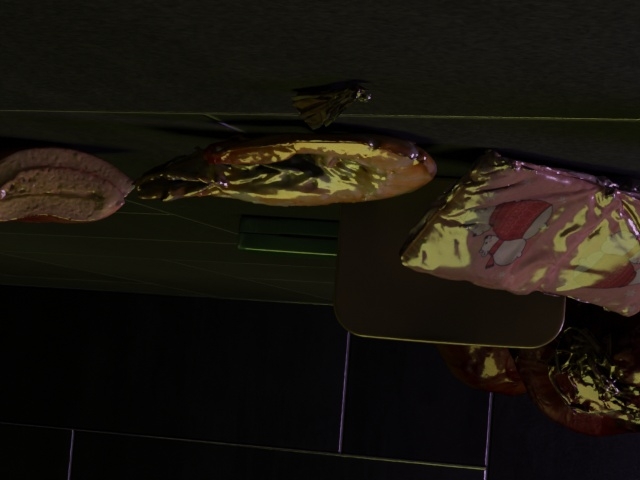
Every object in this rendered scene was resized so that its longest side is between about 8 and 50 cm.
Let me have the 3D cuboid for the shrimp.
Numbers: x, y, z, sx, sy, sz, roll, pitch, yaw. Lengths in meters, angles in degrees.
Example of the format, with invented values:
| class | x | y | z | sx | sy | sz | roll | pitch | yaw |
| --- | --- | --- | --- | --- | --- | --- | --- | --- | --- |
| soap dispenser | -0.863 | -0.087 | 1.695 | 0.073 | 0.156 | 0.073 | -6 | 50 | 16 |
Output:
| class | x | y | z | sx | sy | sz | roll | pitch | yaw |
| --- | --- | --- | --- | --- | --- | --- | --- | --- | --- |
| shrimp | -0.030 | -0.055 | 1.208 | 0.236 | 0.053 | 0.133 | 1 | 176 | 6 |

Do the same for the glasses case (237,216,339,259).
| class | x | y | z | sx | sy | sz | roll | pitch | yaw |
| --- | --- | --- | --- | --- | --- | --- | --- | --- | --- |
| glasses case | 0.000 | 0.000 | 1.844 | 0.184 | 0.039 | 0.078 | 4 | 175 | 8 |

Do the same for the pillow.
| class | x | y | z | sx | sy | sz | roll | pitch | yaw |
| --- | --- | --- | --- | --- | --- | --- | --- | --- | --- |
| pillow | 0.194 | -0.007 | 1.292 | 0.248 | 0.049 | 0.135 | 11 | 135 | -29 |

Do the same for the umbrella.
| class | x | y | z | sx | sy | sz | roll | pitch | yaw |
| --- | --- | --- | --- | --- | --- | --- | --- | --- | --- |
| umbrella | 0.006 | -0.088 | 1.014 | 0.031 | 0.020 | 0.083 | 48 | 160 | -15 |

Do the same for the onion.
| class | x | y | z | sx | sy | sz | roll | pitch | yaw |
| --- | --- | --- | --- | --- | --- | --- | --- | --- | --- |
| onion | 0.312 | 0.076 | 1.516 | 0.281 | 0.221 | 0.281 | -25 | -178 | 1 |

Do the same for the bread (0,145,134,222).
| class | x | y | z | sx | sy | sz | roll | pitch | yaw |
| --- | --- | --- | --- | --- | --- | --- | --- | --- | --- |
| bread | -0.265 | -0.049 | 1.393 | 0.192 | 0.067 | 0.119 | 1 | -178 | 40 |

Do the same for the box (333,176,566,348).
| class | x | y | z | sx | sy | sz | roll | pitch | yaw |
| --- | --- | --- | --- | --- | --- | --- | --- | --- | --- |
| box | 0.116 | 0.019 | 1.411 | 0.201 | 0.144 | 0.090 | 3 | 179 | 5 |

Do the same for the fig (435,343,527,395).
| class | x | y | z | sx | sy | sz | roll | pitch | yaw |
| --- | --- | --- | --- | --- | --- | --- | --- | --- | --- |
| fig | 0.189 | 0.039 | 1.798 | 0.191 | 0.190 | 0.290 | 6 | -145 | -17 |
